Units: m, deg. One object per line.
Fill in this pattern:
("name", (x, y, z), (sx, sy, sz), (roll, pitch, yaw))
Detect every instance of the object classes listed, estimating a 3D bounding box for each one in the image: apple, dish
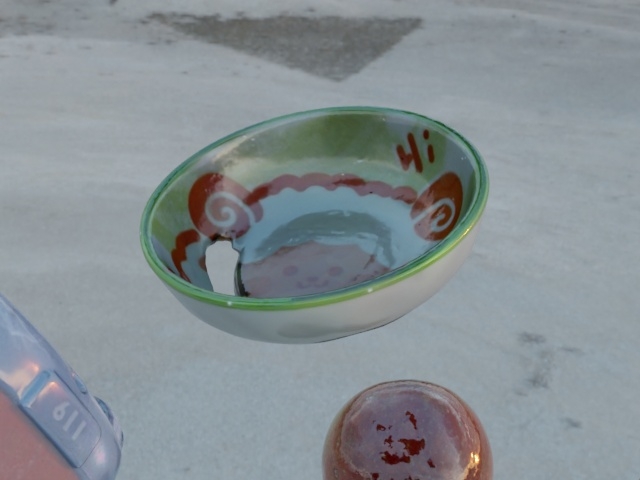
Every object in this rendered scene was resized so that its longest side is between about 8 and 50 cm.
("apple", (0.170, 0.451, 1.555), (0.349, 0.348, 0.276), (2, 43, -2))
("dish", (0.000, 0.000, 0.761), (0.324, 0.124, 0.324), (-8, 36, 6))

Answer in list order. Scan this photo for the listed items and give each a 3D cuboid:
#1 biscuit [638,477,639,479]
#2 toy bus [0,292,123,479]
("biscuit", (0.404, 0.213, 0.622), (0.295, 0.186, 0.044), (-24, 3, 42))
("toy bus", (-0.283, 0.124, 0.465), (0.294, 0.197, 0.231), (8, 46, 33))
